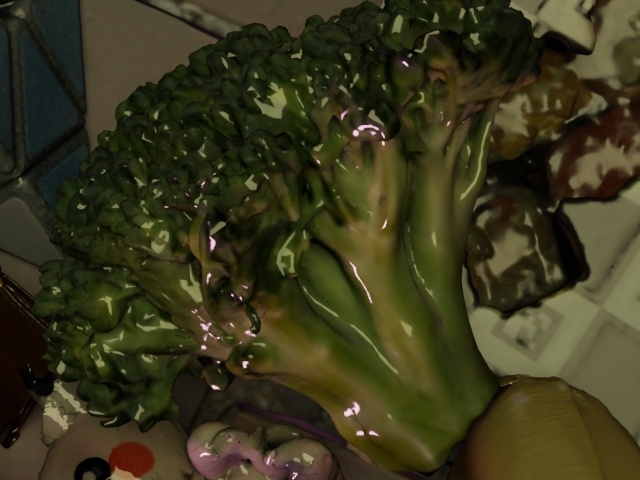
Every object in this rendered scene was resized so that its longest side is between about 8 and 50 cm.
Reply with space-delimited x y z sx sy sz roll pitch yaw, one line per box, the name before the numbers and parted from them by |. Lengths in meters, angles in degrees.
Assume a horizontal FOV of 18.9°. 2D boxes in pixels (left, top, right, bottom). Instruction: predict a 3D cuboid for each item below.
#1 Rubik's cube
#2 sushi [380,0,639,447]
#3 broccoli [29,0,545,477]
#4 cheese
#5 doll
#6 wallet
Rubik's cube | -0.243 -0.130 1.139 0.228 0.228 0.233 3 30 -35
sushi | 0.197 -0.060 1.159 0.359 0.064 0.343 32 88 3
broccoli | 0.000 0.000 1.029 0.245 0.288 0.248 57 42 -16
cheese | 0.124 0.210 1.003 0.128 0.259 0.315 3 42 -14
doll | -0.081 0.149 1.094 0.192 0.095 0.149 5 104 2
wallet | -0.229 0.034 1.141 0.176 0.026 0.095 40 119 10
